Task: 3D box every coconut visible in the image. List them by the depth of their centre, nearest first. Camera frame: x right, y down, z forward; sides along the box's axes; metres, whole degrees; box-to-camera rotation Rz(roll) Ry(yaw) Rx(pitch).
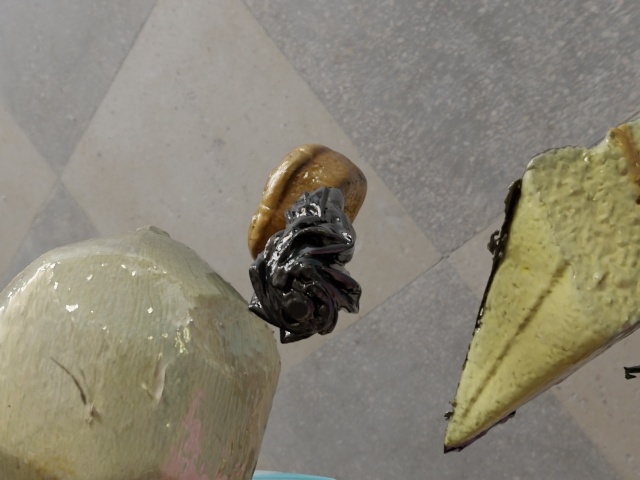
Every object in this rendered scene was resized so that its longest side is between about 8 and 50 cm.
[{"bbox_3d":[-0.220,0.157,0.809,0.346,0.346,0.361,3,71,36],"label":"coconut"}]

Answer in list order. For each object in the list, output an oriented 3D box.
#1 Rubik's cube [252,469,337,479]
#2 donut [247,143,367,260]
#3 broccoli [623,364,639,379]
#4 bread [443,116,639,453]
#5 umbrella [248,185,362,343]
[{"bbox_3d":[-0.169,0.656,1.436,0.351,0.352,0.348,-18,63,47],"label":"Rubik's cube"},{"bbox_3d":[-0.020,-0.043,1.083,0.113,0.226,0.227,31,128,13],"label":"donut"},{"bbox_3d":[0.575,0.242,0.988,0.283,0.321,0.304,39,117,-15],"label":"broccoli"},{"bbox_3d":[0.325,0.055,0.925,0.242,0.345,0.405,61,142,20],"label":"bread"},{"bbox_3d":[0.000,0.000,0.785,0.118,0.340,0.118,2,109,7],"label":"umbrella"}]
